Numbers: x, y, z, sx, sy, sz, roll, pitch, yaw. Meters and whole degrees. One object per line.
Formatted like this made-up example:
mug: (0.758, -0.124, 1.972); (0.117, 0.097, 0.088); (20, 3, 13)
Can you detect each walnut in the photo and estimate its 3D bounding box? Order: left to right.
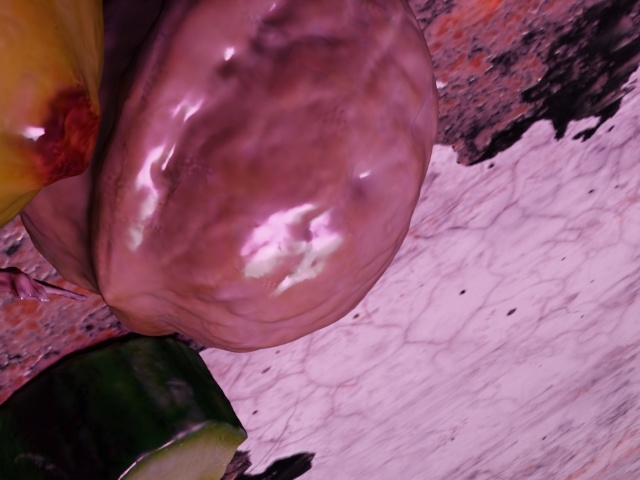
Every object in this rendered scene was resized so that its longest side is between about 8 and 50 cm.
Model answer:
walnut: (-0.048, -0.049, 0.676); (0.224, 0.224, 0.224); (-24, 147, -17)

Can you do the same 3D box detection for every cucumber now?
cucumber: (-0.150, 0.166, 0.976); (0.191, 0.130, 0.191); (-29, 147, -22)

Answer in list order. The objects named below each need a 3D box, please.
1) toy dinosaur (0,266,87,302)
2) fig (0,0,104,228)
toy dinosaur: (-0.184, 0.029, 0.551); (0.220, 0.108, 0.032); (-5, 93, -47)
fig: (-0.162, -0.072, 0.517); (0.203, 0.225, 0.203); (-40, 146, -34)
